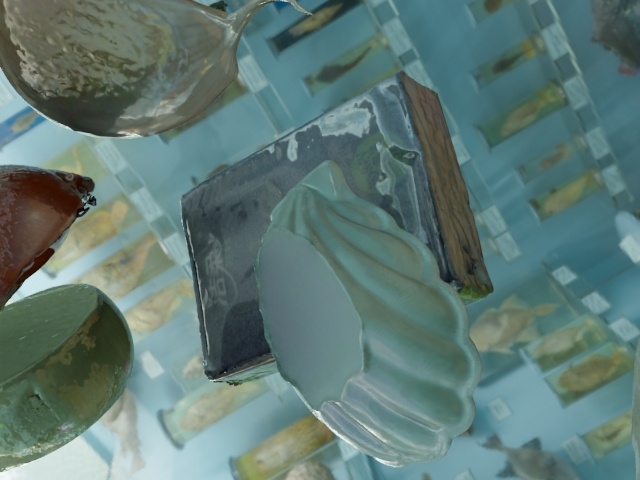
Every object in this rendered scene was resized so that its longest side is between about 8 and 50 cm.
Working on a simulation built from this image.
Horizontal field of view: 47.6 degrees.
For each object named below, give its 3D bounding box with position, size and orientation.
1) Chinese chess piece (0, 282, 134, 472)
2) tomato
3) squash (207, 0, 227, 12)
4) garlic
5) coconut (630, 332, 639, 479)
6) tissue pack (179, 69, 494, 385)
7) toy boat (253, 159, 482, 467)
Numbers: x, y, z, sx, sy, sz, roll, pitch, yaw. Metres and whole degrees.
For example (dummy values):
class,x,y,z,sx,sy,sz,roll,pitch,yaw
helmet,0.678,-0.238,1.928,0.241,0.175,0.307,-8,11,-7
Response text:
class,x,y,z,sx,sy,sz,roll,pitch,yaw
Chinese chess piece,-0.338,0.150,0.831,0.250,0.250,0.101,-113,2,-66
tomato,-0.274,0.017,0.537,0.112,0.228,0.199,39,156,-16
squash,-0.238,-0.279,1.141,0.069,0.258,0.069,41,-164,-15
garlic,-0.139,-0.147,0.581,0.148,0.266,0.128,89,-174,-82
coconut,0.330,0.093,0.305,0.415,0.415,0.345,55,-172,-48
tissue pack,0.000,0.000,0.945,0.124,0.394,0.288,17,-124,-50
toy boat,0.021,0.070,0.663,0.100,0.199,0.290,-1,-121,-48
